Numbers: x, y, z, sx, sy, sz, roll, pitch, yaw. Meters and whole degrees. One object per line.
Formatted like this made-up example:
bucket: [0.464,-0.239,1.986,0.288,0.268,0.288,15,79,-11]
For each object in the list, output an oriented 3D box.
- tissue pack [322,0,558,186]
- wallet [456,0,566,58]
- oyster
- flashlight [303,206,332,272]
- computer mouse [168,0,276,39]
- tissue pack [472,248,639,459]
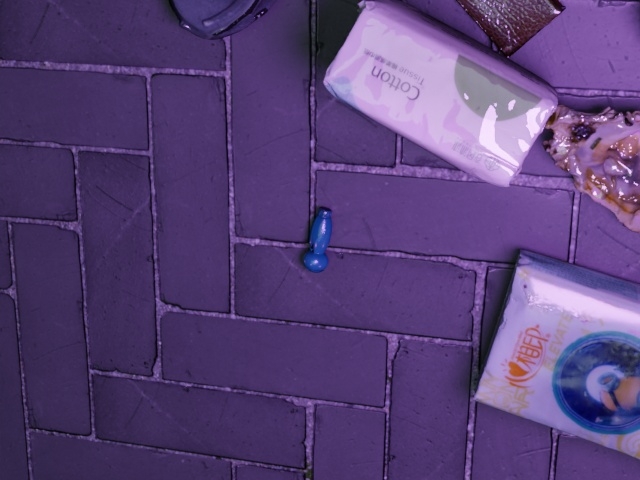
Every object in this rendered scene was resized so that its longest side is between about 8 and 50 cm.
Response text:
tissue pack: [0.205,-0.255,1.684,0.356,0.266,0.194,30,106,5]
wallet: [0.295,-0.447,1.725,0.243,0.039,0.133,46,118,-2]
oyster: [0.549,-0.142,1.722,0.354,0.107,0.201,34,127,-14]
flashlight: [0.000,0.000,1.935,0.051,0.051,0.129,16,106,10]
computer mouse: [-0.129,-0.524,1.775,0.203,0.114,0.374,44,120,-4]
tissue pack: [0.503,0.209,1.803,0.388,0.162,0.287,18,107,9]
